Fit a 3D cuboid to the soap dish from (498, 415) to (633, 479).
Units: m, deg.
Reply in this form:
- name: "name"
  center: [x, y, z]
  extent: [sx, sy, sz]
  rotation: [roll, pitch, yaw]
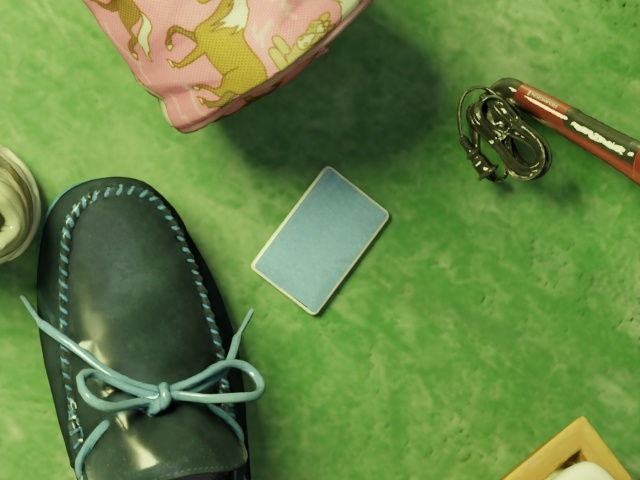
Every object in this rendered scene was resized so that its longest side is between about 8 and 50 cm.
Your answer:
- name: "soap dish"
  center: [0.155, 0.288, 1.160]
  extent: [0.229, 0.118, 0.291]
  rotation: [-39, 100, -8]

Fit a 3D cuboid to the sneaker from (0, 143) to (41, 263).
- name: "sneaker"
  center: [-0.279, -0.059, 1.039]
  extent: [0.262, 0.121, 0.099]
  rotation: [20, 88, -13]

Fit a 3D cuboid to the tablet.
- name: "tablet"
  center: [0.000, 0.000, 1.164]
  extent: [0.054, 0.006, 0.083]
  rotation: [38, 84, -12]

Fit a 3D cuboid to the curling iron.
- name: "curling iron"
  center: [0.209, -0.028, 1.139]
  extent: [0.274, 0.035, 0.068]
  rotation: [24, 101, 14]

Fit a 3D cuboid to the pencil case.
- name: "pencil case"
  center: [-0.127, -0.243, 1.036]
  extent: [0.386, 0.160, 0.167]
  rotation: [53, 50, -11]

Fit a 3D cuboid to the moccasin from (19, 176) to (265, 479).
- name: "moccasin"
  center: [-0.084, 0.127, 1.096]
  extent: [0.137, 0.117, 0.342]
  rotation: [-17, 97, -12]
